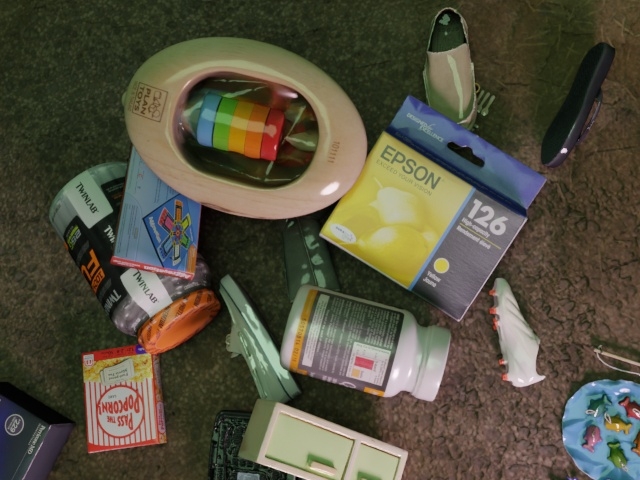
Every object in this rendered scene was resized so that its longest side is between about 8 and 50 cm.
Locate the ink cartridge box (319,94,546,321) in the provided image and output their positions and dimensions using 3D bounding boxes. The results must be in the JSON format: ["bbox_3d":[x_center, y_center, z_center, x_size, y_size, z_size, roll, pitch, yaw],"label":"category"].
[{"bbox_3d":[0.205,-0.060,1.383,0.303,0.072,0.307,32,97,3],"label":"ink cartridge box"}]

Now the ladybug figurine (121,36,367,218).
[{"bbox_3d":[-0.134,-0.204,1.378,0.449,0.162,0.305,18,101,3],"label":"ladybug figurine"}]

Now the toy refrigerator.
[{"bbox_3d":[0.009,0.362,1.296,0.269,0.094,0.102,26,72,-22],"label":"toy refrigerator"}]

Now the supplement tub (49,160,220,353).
[{"bbox_3d":[-0.348,0.033,1.453,0.207,0.207,0.338,-38,74,2],"label":"supplement tub"}]

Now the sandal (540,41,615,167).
[{"bbox_3d":[0.487,-0.245,1.408,0.054,0.097,0.254,28,86,-12],"label":"sandal"}]

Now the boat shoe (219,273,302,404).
[{"bbox_3d":[-0.135,0.192,1.442,0.088,0.096,0.267,-31,83,-1],"label":"boat shoe"}]

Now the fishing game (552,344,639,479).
[{"bbox_3d":[0.512,0.330,1.310,0.189,0.041,0.264,22,84,17],"label":"fishing game"}]

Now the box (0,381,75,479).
[{"bbox_3d":[-0.631,0.432,1.485,0.184,0.103,0.261,25,85,12],"label":"box"}]

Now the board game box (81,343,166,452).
[{"bbox_3d":[-0.382,0.306,1.488,0.146,0.045,0.193,-11,77,9],"label":"board game box"}]

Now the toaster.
[{"bbox_3d":[-0.118,0.396,1.384,0.185,0.110,0.168,2,78,11],"label":"toaster"}]

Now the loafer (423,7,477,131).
[{"bbox_3d":[0.240,-0.325,1.452,0.102,0.092,0.268,-8,71,16],"label":"loafer"}]

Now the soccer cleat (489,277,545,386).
[{"bbox_3d":[0.350,0.161,1.365,0.076,0.068,0.196,-9,84,4],"label":"soccer cleat"}]

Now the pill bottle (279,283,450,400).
[{"bbox_3d":[0.078,0.185,1.353,0.278,0.162,0.162,15,82,5],"label":"pill bottle"}]

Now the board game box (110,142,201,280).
[{"bbox_3d":[-0.291,-0.063,1.397,0.145,0.027,0.281,13,51,-18],"label":"board game box"}]

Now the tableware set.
[{"bbox_3d":[0.261,-0.245,1.483,0.104,0.024,0.154,32,87,16],"label":"tableware set"}]

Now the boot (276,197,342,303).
[{"bbox_3d":[0.002,0.000,1.460,0.189,0.076,0.208,-22,69,19],"label":"boot"}]
